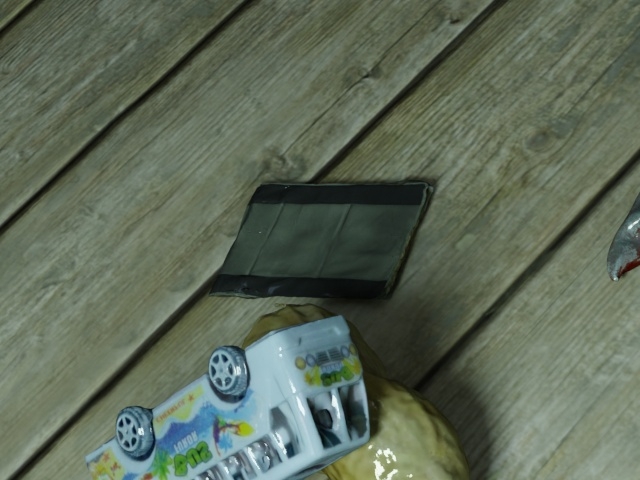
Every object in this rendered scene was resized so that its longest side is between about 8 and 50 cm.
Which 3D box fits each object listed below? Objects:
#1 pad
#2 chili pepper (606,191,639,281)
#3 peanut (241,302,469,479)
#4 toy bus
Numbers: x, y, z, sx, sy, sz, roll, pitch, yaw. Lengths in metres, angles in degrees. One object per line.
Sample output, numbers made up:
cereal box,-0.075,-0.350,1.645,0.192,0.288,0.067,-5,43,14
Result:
pad,0.000,0.000,2.181,0.233,0.022,0.174,-1,49,29
chili pepper,0.336,-0.020,2.003,0.050,0.041,0.153,10,68,60
peanut,0.033,0.176,1.895,0.149,0.149,0.313,-41,45,-14
toy bus,-0.086,0.186,1.853,0.329,0.109,0.136,-35,73,43
